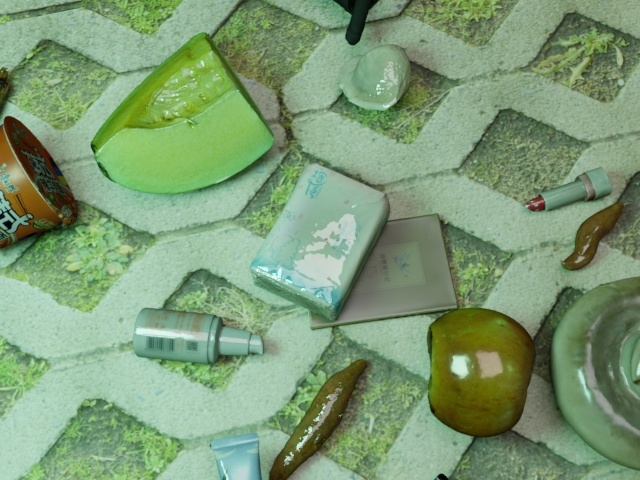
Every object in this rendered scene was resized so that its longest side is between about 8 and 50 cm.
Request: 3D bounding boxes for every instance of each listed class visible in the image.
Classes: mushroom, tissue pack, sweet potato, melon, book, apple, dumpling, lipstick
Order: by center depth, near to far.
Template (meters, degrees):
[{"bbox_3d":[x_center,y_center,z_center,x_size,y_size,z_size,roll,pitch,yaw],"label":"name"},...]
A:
[{"bbox_3d":[0.605,0.233,1.307,0.362,0.295,0.363,0,71,0],"label":"mushroom"},{"bbox_3d":[0.288,0.241,1.355,0.207,0.237,0.237,11,69,19],"label":"apple"},{"bbox_3d":[-0.003,0.354,1.386,0.072,0.066,0.314,14,65,49],"label":"sweet potato"},{"bbox_3d":[0.002,0.001,1.471,0.201,0.124,0.271,25,70,7],"label":"tissue pack"},{"bbox_3d":[0.117,0.063,1.520,0.310,0.021,0.217,-7,69,-2],"label":"book"},{"bbox_3d":[0.574,-0.012,1.532,0.202,0.058,0.055,-50,119,-12],"label":"sweet potato"},{"bbox_3d":[-0.317,-0.256,1.548,0.343,0.226,0.331,-31,84,3],"label":"melon"},{"bbox_3d":[0.527,-0.099,1.565,0.186,0.057,0.063,-18,70,-1],"label":"lipstick"},{"bbox_3d":[0.123,-0.369,1.635,0.166,0.126,0.216,-5,71,15],"label":"dumpling"}]

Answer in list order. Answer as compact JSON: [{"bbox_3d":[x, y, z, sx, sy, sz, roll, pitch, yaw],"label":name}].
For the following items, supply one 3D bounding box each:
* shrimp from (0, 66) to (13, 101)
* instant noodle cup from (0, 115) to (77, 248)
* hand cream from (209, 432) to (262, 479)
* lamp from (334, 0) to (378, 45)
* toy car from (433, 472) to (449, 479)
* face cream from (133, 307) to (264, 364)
[{"bbox_3d":[-0.802,-0.276,1.636,0.152,0.063,0.287,15,71,18],"label":"shrimp"},{"bbox_3d":[-0.648,-0.099,1.478,0.192,0.250,0.250,-30,72,-1],"label":"instant noodle cup"},{"bbox_3d":[-0.130,0.463,1.240,0.088,0.055,0.256,-9,63,-8],"label":"hand cream"},{"bbox_3d":[0.043,-0.671,1.698,0.272,0.205,0.374,23,54,4],"label":"lamp"},{"bbox_3d":[0.242,0.534,1.305,0.108,0.089,0.210,-28,75,-5],"label":"toy car"},{"bbox_3d":[-0.235,0.193,1.429,0.251,0.101,0.101,6,69,2],"label":"face cream"}]
